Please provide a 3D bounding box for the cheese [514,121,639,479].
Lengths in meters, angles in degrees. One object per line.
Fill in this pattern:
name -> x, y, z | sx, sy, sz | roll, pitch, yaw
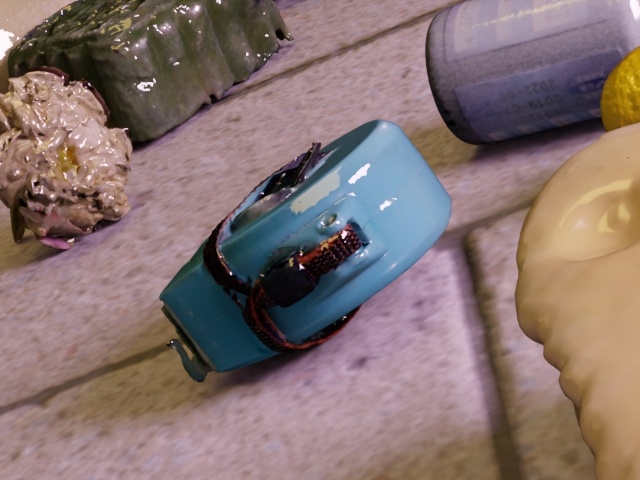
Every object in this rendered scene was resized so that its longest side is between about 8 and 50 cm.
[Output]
cheese -> 0.196, 0.035, 0.480 | 0.384, 0.104, 0.384 | -21, 23, 9

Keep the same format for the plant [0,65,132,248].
plant -> -0.187, -0.048, 1.091 | 0.104, 0.116, 0.122 | -26, -3, -41

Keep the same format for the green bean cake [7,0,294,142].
green bean cake -> -0.140, -0.152, 1.281 | 0.181, 0.094, 0.173 | -38, 24, -33

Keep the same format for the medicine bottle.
medicine bottle -> 0.161, -0.110, 0.880 | 0.203, 0.083, 0.083 | -11, 25, 30

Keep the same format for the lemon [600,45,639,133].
lemon -> 0.169, -0.064, 0.791 | 0.065, 0.065, 0.092 | 0, 42, 47

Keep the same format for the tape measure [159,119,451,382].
tape measure -> 0.000, 0.000, 0.797 | 0.125, 0.081, 0.146 | -31, 11, 37

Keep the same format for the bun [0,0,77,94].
bun -> -0.338, -0.199, 1.460 | 0.364, 0.202, 0.364 | -19, 24, 9
